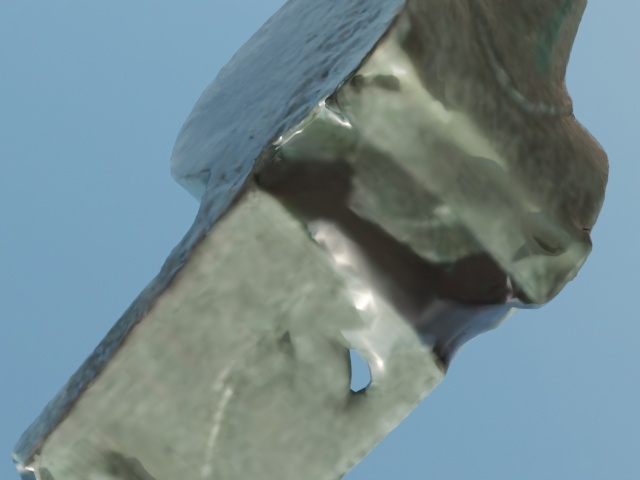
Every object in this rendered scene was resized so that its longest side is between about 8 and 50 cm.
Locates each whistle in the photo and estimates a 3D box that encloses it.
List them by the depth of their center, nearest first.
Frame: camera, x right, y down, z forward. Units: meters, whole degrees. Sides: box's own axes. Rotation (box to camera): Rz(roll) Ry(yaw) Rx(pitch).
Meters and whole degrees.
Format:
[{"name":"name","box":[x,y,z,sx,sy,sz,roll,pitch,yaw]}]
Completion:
[{"name":"whistle","box":[0.011,0.006,0.959,0.168,0.188,0.405,45,-127,-22]}]
